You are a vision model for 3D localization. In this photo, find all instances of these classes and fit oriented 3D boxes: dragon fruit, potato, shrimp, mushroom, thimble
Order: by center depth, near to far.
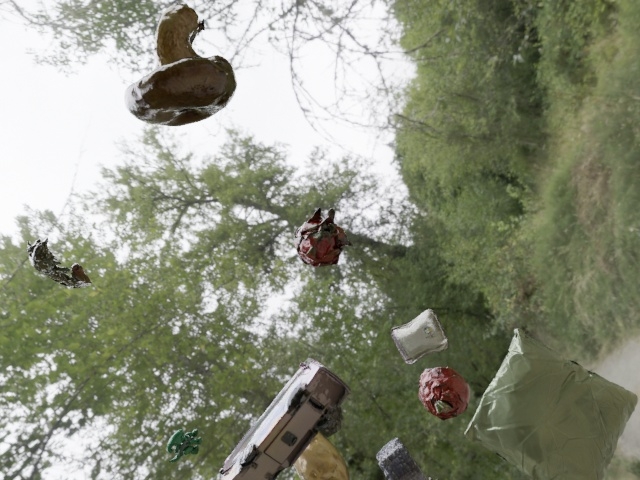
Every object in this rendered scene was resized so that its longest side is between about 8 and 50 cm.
[{"bbox_3d":[-0.333,-0.366,0.961,0.267,0.254,0.267,-36,-10,-8],"label":"mushroom"},{"bbox_3d":[-0.717,0.075,1.149,0.253,0.173,0.058,-40,24,54],"label":"shrimp"},{"bbox_3d":[-0.020,0.613,1.173,0.128,0.234,0.161,-43,-21,-16],"label":"potato"},{"bbox_3d":[0.244,0.691,1.271,0.097,0.150,0.150,-35,-37,-5],"label":"thimble"},{"bbox_3d":[0.427,0.524,1.448,0.209,0.172,0.172,-121,44,-76],"label":"dragon fruit"},{"bbox_3d":[0.000,0.000,1.553,0.193,0.192,0.274,-33,-17,-20],"label":"dragon fruit"}]

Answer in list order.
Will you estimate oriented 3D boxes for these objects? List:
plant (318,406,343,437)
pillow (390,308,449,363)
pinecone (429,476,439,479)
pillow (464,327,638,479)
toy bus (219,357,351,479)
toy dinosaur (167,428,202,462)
[{"bbox_3d":[-0.019,0.643,1.499,0.129,0.194,0.132,52,-143,-13],"label":"plant"},{"bbox_3d":[0.309,0.308,1.313,0.038,0.131,0.233,-10,-22,-34],"label":"pillow"},{"bbox_3d":[0.307,0.892,1.328,0.257,0.243,0.243,-43,-40,-35],"label":"pinecone"},{"bbox_3d":[0.497,0.379,0.898,0.274,0.280,0.076,-57,-15,-10],"label":"pillow"},{"bbox_3d":[-0.068,0.344,0.765,0.090,0.112,0.274,42,-98,-13],"label":"toy bus"},{"bbox_3d":[-0.415,0.612,1.245,0.096,0.059,0.132,12,-69,-42],"label":"toy dinosaur"}]
